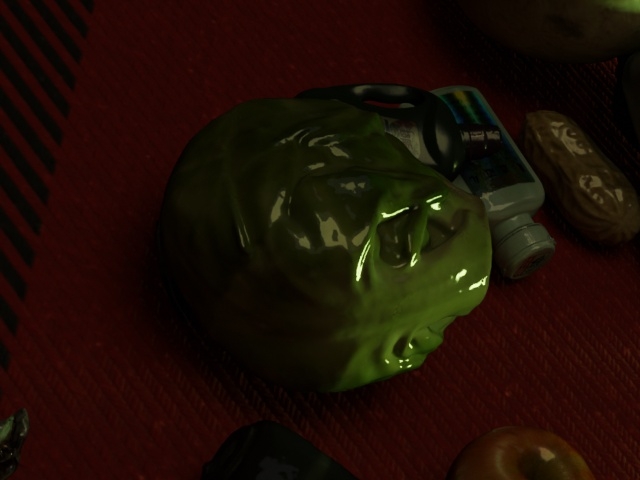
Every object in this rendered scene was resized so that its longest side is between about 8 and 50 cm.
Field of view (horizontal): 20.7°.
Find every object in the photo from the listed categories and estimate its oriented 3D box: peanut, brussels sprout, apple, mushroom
[{"bbox_3d":[0.298,-0.073,2.049,0.194,0.083,0.093,49,43,13],"label":"peanut"},{"bbox_3d":[0.000,0.000,1.684,0.328,0.247,0.328,14,53,-20],"label":"brussels sprout"},{"bbox_3d":[0.188,0.260,1.654,0.163,0.139,0.163,11,40,-10],"label":"apple"},{"bbox_3d":[0.322,-0.358,2.142,0.352,0.260,0.352,-12,30,7],"label":"mushroom"}]

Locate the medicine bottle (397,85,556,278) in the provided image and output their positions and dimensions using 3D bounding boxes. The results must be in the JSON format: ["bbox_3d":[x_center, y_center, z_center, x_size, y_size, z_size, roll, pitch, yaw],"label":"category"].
[{"bbox_3d":[0.178,-0.064,1.965,0.121,0.083,0.229,-15,61,-32],"label":"medicine bottle"}]

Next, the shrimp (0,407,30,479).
[{"bbox_3d":[-0.431,0.086,1.407,0.410,0.166,0.221,42,8,-12],"label":"shrimp"}]

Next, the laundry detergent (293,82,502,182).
[{"bbox_3d":[0.083,-0.113,1.896,0.222,0.078,0.144,-7,56,-6],"label":"laundry detergent"}]

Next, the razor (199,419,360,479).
[{"bbox_3d":[0.033,0.312,1.521,0.349,0.113,0.204,35,44,-4],"label":"razor"}]

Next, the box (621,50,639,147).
[{"bbox_3d":[0.562,-0.074,2.114,0.396,0.111,0.396,-12,82,-39],"label":"box"}]

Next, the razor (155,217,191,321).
[{"bbox_3d":[-0.147,0.017,1.732,0.028,0.044,0.154,-8,56,-1],"label":"razor"}]

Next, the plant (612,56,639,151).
[{"bbox_3d":[0.447,-0.206,2.213,0.132,0.129,0.194,49,47,-25],"label":"plant"}]
